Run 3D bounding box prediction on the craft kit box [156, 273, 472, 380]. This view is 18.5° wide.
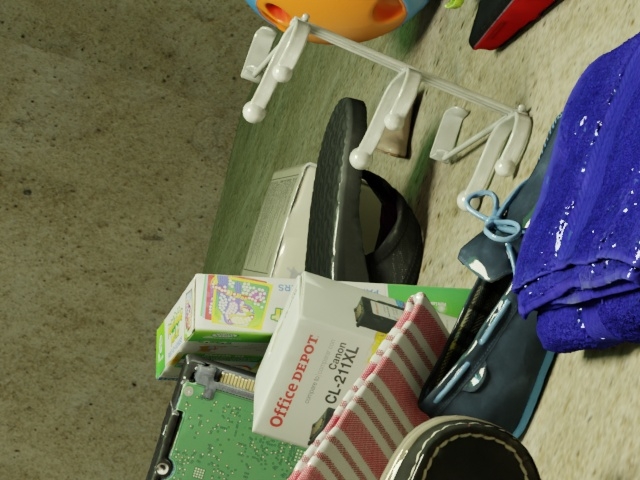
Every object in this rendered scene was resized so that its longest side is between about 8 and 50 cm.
[{"bbox_3d":[-0.011,0.087,1.769,0.246,0.250,0.061,139,133,-73],"label":"craft kit box"}]

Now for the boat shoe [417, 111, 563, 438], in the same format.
[{"bbox_3d":[0.142,0.025,1.449,0.109,0.089,0.258,-155,82,-82],"label":"boat shoe"}]

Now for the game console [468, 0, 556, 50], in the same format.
[{"bbox_3d":[0.229,-0.388,1.844,0.342,0.060,0.386,150,137,-78],"label":"game console"}]

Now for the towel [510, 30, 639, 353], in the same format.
[{"bbox_3d":[0.203,-0.046,1.241,0.308,0.076,0.227,152,134,-79],"label":"towel"}]

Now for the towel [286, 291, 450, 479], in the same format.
[{"bbox_3d":[0.053,0.153,1.490,0.197,0.029,0.144,-54,-45,-26],"label":"towel"}]

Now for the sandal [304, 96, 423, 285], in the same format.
[{"bbox_3d":[0.045,0.066,2.053,0.167,0.107,0.445,126,147,-63],"label":"sandal"}]

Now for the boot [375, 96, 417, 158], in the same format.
[{"bbox_3d":[0.092,-0.143,2.312,0.118,0.042,0.087,-132,62,-80],"label":"boot"}]

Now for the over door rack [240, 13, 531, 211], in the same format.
[{"bbox_3d":[0.049,-0.119,1.868,0.324,0.240,0.108,-157,90,-81],"label":"over door rack"}]

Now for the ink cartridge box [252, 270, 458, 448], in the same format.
[{"bbox_3d":[0.044,0.116,1.614,0.072,0.175,0.127,-86,15,-57],"label":"ink cartridge box"}]

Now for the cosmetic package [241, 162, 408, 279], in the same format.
[{"bbox_3d":[0.000,0.000,2.321,0.296,0.129,0.153,-169,98,-82],"label":"cosmetic package"}]

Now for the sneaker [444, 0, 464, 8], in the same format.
[{"bbox_3d":[0.183,-0.359,2.113,0.097,0.084,0.234,55,133,49],"label":"sneaker"}]

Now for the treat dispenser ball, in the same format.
[{"bbox_3d":[0.021,-0.383,2.407,0.288,0.288,0.288,-163,90,-82],"label":"treat dispenser ball"}]

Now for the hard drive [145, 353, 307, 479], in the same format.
[{"bbox_3d":[-0.056,0.291,1.711,0.064,0.237,0.338,-135,62,-81],"label":"hard drive"}]

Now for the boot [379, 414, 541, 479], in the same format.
[{"bbox_3d":[0.094,0.273,1.087,0.284,0.138,0.377,133,149,-74],"label":"boot"}]
